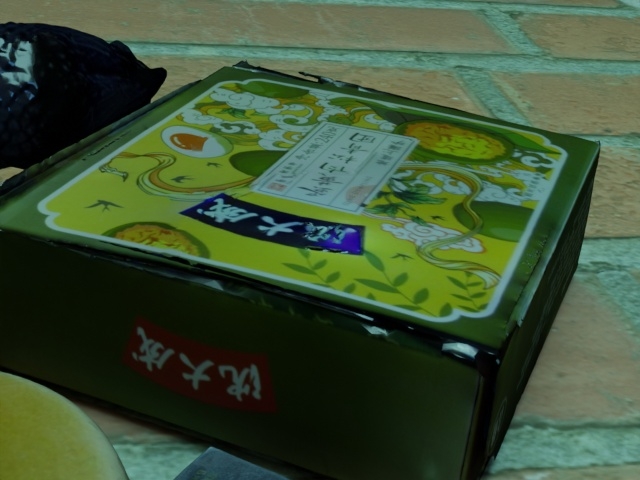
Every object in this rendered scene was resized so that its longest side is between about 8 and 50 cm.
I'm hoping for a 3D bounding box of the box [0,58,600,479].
[{"bbox_3d":[0.000,0.000,0.892,0.372,0.138,0.420,15,29,17],"label":"box"}]

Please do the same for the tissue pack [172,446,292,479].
[{"bbox_3d":[-0.028,0.183,0.629,0.156,0.051,0.112,18,28,23],"label":"tissue pack"}]

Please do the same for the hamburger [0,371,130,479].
[{"bbox_3d":[-0.200,0.181,0.473,0.301,0.170,0.302,1,27,-1],"label":"hamburger"}]

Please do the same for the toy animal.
[{"bbox_3d":[-0.249,-0.108,0.912,0.298,0.122,0.185,-14,-6,-35],"label":"toy animal"}]
